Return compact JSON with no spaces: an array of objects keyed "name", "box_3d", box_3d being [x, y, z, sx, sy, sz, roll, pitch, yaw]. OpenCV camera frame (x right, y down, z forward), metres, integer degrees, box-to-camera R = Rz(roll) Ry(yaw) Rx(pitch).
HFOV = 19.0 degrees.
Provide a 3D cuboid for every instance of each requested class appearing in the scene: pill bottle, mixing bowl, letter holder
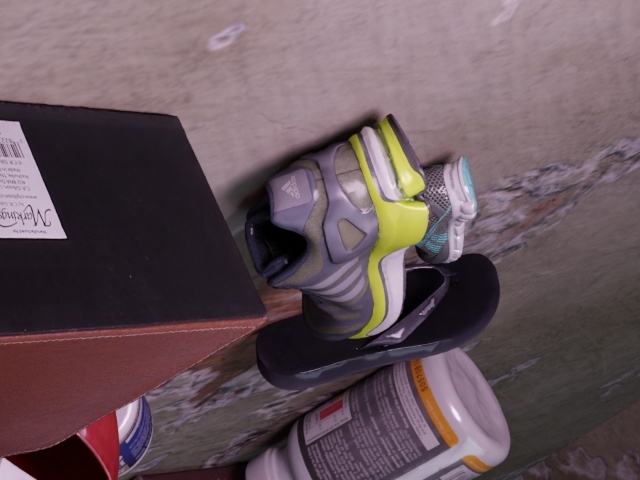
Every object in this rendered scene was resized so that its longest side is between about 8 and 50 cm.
[{"name":"pill bottle","box_3d":[-0.192,0.152,1.622,0.094,0.094,0.169,-25,164,-5]},{"name":"pill bottle","box_3d":[0.063,0.242,2.184,0.278,0.162,0.162,-31,163,17]},{"name":"mixing bowl","box_3d":[-0.225,0.141,1.466,0.181,0.181,0.098,-42,-163,43]},{"name":"letter holder","box_3d":[-0.219,0.035,1.129,0.214,0.152,0.302,-34,163,29]}]

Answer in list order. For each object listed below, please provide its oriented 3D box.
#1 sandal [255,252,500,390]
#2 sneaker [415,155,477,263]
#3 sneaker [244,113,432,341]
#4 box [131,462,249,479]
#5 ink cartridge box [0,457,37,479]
[{"name":"sandal","box_3d":[0.062,0.071,1.794,0.255,0.097,0.054,-21,136,-21]},{"name":"sneaker","box_3d":[0.083,-0.023,1.605,0.076,0.065,0.166,-8,158,-6]},{"name":"sneaker","box_3d":[0.000,0.000,1.478,0.121,0.111,0.300,-13,156,-11]},{"name":"box","box_3d":[-0.156,0.366,2.270,0.191,0.143,0.381,-33,165,21]},{"name":"ink cartridge box","box_3d":[-0.299,0.230,1.289,0.304,0.072,0.307,-17,141,21]}]
